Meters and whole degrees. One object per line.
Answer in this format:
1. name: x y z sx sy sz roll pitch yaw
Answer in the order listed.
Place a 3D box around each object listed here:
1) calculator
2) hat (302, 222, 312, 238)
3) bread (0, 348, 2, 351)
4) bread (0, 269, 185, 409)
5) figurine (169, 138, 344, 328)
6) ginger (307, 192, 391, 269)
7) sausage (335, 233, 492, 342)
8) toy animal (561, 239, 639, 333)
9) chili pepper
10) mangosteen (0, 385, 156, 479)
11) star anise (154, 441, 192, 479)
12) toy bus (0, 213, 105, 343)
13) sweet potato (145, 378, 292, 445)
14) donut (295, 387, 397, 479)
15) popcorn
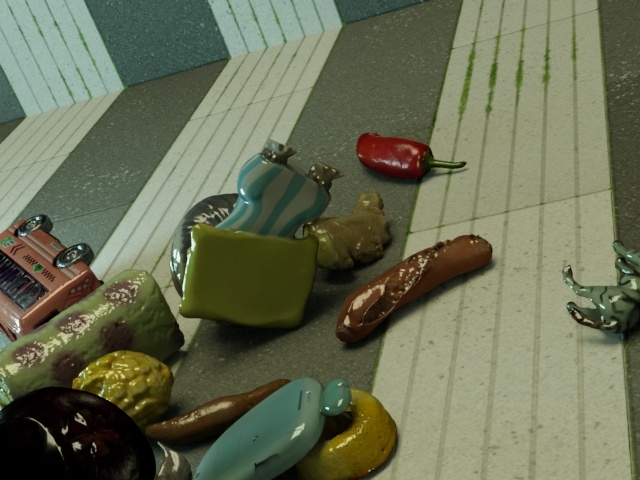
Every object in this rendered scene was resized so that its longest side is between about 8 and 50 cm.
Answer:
1. calculator: -0.075 0.289 1.684 0.299 0.041 0.185 -36 20 21
2. hat: 0.001 0.000 2.272 0.076 0.059 0.077 4 24 -29
3. bread: -0.701 0.271 2.315 0.129 0.044 0.126 -42 24 -31
4. bread: -0.421 0.210 2.047 0.338 0.187 0.155 -36 23 -29
5. figurine: -0.148 -0.043 2.140 0.361 0.266 0.377 -61 26 10
6. ginger: 0.072 -0.014 2.208 0.137 0.074 0.213 44 49 19
7. sausage: 0.156 0.074 1.982 0.327 0.079 0.087 -29 52 -15
8. toy animal: 0.491 0.056 1.745 0.255 0.089 0.170 -25 29 0
9. chili pepper: 0.160 -0.198 2.507 0.137 0.091 0.368 -20 25 -23
10. mangosteen: -0.393 0.359 1.677 0.288 0.287 0.233 -14 -12 17
11. star anise: -0.133 0.374 1.612 0.227 0.148 0.218 7 -7 0
12. toy bus: -0.566 0.117 2.328 0.233 0.203 0.427 -37 31 -19
13. sweet potato: -0.160 0.282 1.849 0.255 0.058 0.078 -21 4 -7
14. donut: 0.028 0.283 1.683 0.162 0.065 0.178 -23 24 3
15. popcorn: -0.331 0.262 1.915 0.180 0.180 0.170 -22 36 0
